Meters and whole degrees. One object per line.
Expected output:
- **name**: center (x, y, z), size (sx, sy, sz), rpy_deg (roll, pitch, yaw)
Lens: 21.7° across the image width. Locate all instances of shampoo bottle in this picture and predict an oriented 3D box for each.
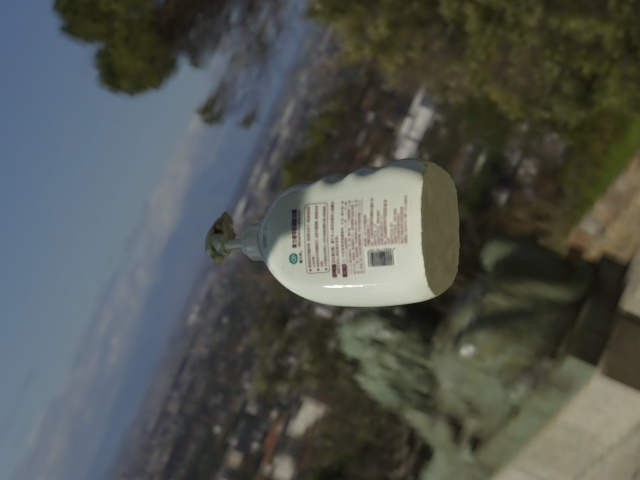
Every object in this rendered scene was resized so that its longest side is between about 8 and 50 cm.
- **shampoo bottle**: center (0.000, 0.000, 0.909), size (0.045, 0.152, 0.077), rpy_deg (8, -102, -58)
